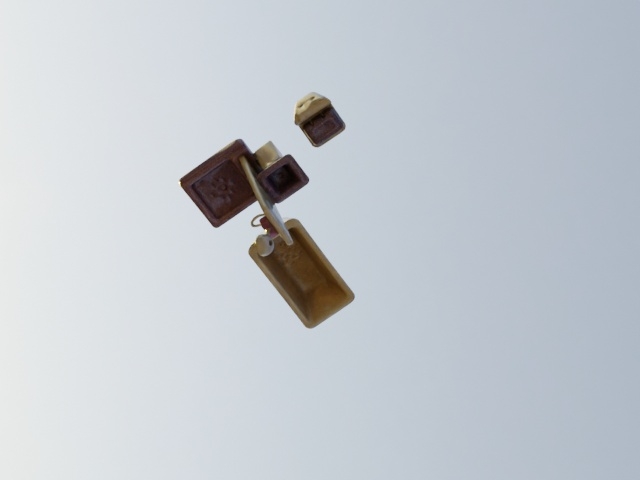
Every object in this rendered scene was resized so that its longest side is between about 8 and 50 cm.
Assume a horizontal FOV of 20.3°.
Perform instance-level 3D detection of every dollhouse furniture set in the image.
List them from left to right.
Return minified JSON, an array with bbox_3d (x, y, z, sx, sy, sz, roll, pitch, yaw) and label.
[{"bbox_3d":[0.000,0.000,0.930,0.114,0.091,0.081,53,5,-31],"label":"dollhouse furniture set"}]
